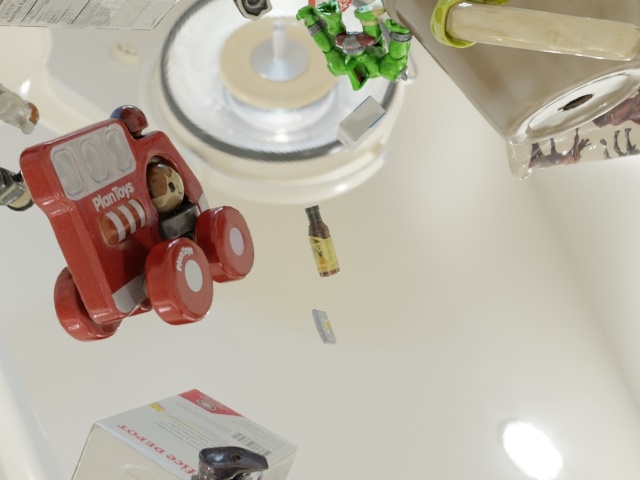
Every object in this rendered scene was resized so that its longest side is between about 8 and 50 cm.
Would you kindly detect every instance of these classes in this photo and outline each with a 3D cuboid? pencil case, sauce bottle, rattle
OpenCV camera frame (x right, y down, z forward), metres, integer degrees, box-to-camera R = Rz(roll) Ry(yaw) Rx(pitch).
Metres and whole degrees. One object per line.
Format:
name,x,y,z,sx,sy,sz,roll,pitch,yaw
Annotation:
pencil case,0.482,-0.202,1.307,0.410,0.183,0.160,-9,-131,23
sauce bottle,0.000,0.000,1.488,0.042,0.128,0.042,-16,-173,2
rattle,0.189,-0.192,0.614,0.199,0.143,0.130,11,180,21

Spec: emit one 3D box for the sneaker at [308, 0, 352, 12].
sneaker,0.054,-0.462,1.474,0.144,0.270,0.090,6,-130,12

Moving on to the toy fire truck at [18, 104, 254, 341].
toy fire truck,-0.222,-0.034,1.034,0.169,0.254,0.302,-12,-164,22

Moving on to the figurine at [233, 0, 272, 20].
figurine,-0.100,-0.556,1.617,0.209,0.214,0.092,62,-177,35

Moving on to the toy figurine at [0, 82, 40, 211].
toy figurine,-0.560,-0.152,1.354,0.212,0.210,0.148,3,175,5

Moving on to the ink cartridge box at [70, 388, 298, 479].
ink cartridge box,-0.203,0.355,1.305,0.226,0.131,0.306,26,-169,19

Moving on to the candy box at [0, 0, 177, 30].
candy box,-0.289,-0.317,0.932,0.233,0.071,0.159,-15,-107,-52

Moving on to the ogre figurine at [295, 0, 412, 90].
ogre figurine,0.057,-0.294,1.252,0.196,0.118,0.097,-1,-140,20

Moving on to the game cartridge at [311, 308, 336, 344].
game cartridge,0.007,0.194,1.894,0.056,0.017,0.083,14,-130,-60

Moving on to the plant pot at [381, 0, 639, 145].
plant pot,0.257,-0.283,1.022,0.323,0.323,0.281,-7,-111,-48

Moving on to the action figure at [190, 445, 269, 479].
action figure,-0.125,0.368,0.913,0.099,0.285,0.185,14,-156,-27

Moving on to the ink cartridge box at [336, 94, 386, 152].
ink cartridge box,0.080,-0.232,1.689,0.052,0.088,0.122,46,177,1
